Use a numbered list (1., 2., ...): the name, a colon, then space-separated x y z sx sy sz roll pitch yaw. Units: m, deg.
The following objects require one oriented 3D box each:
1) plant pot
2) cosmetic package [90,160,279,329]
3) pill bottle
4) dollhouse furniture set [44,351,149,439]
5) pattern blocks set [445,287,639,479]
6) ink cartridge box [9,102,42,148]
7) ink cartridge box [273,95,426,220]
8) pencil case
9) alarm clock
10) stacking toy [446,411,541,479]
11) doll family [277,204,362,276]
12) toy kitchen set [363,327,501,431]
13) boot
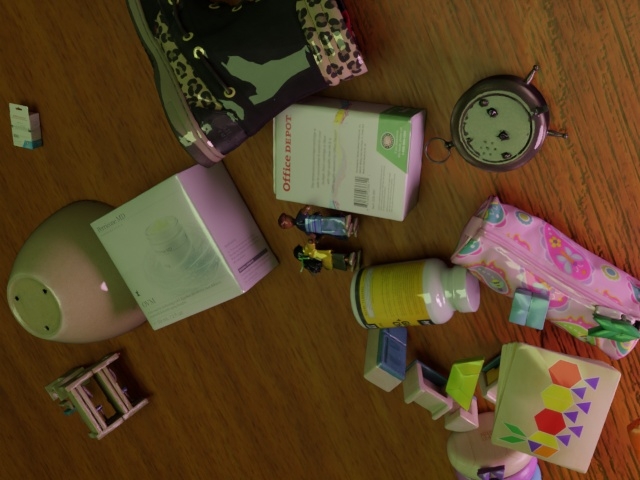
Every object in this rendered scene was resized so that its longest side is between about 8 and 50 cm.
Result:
1. plant pot: -0.477 0.087 1.288 0.284 0.191 0.283 10 115 21
2. cosmetic package: -0.236 0.005 1.174 0.224 0.138 0.224 -24 98 30
3. pill bottle: 0.147 0.082 1.048 0.184 0.103 0.103 -8 107 28
4. dollhouse furniture set: -0.483 0.330 1.451 0.184 0.129 0.129 -17 105 54
5. pattern blocks set: 0.318 0.233 0.935 0.286 0.026 0.324 23 115 14
6. ink cartridge box: -0.566 -0.222 1.292 0.048 0.028 0.083 14 116 19
7. ink cartridge box: 0.041 -0.129 1.015 0.213 0.093 0.154 10 114 20
8. pencil case: 0.327 0.051 0.941 0.284 0.124 0.124 33 121 9
9. alarm clock: 0.230 -0.153 0.938 0.192 0.064 0.129 -21 101 33
10. stacking toy: 0.320 0.453 1.124 0.141 0.141 0.330 -9 114 28
11. doll family: 0.000 0.000 1.064 0.112 0.076 0.192 9 137 16
12. toy kitchen set: 0.203 0.184 1.081 0.207 0.122 0.166 34 122 -15
13. boot: -0.116 -0.322 0.971 0.284 0.138 0.377 -24 69 13
